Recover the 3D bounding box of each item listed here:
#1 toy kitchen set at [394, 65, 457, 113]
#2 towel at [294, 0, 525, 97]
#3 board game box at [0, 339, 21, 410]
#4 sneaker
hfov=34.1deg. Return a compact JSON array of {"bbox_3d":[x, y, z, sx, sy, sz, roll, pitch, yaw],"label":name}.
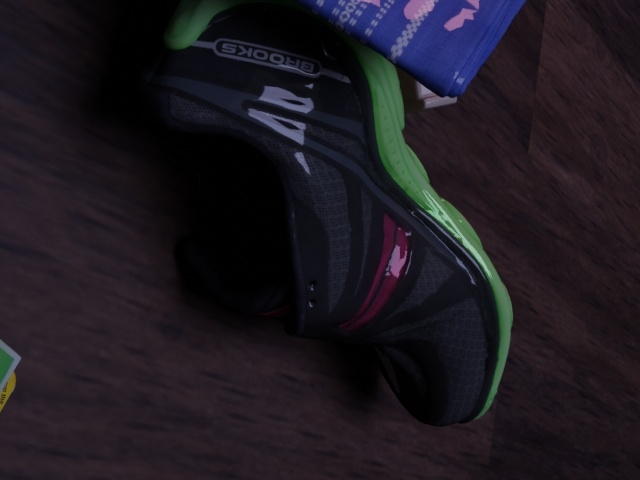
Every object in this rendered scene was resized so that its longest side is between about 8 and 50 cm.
[{"bbox_3d":[0.134,-0.224,1.064,0.207,0.122,0.166,-17,104,-32],"label":"toy kitchen set"},{"bbox_3d":[-0.013,-0.234,0.703,0.243,0.336,0.040,-56,176,-46],"label":"towel"},{"bbox_3d":[-0.265,0.054,0.548,0.259,0.039,0.124,55,49,-41],"label":"board game box"},{"bbox_3d":[0.000,0.000,0.833,0.202,0.185,0.482,-46,128,-16],"label":"sneaker"}]
